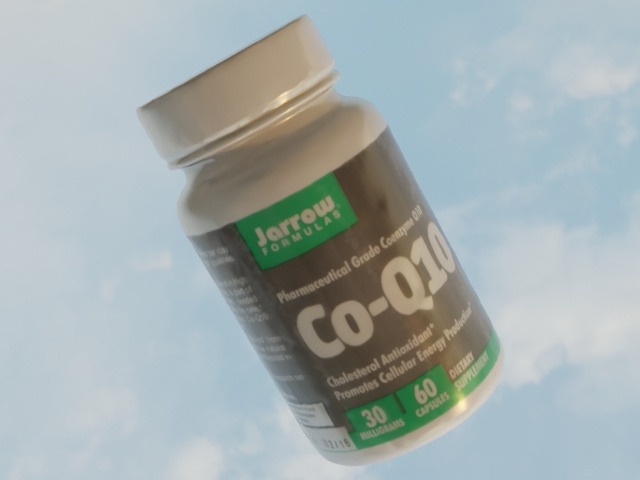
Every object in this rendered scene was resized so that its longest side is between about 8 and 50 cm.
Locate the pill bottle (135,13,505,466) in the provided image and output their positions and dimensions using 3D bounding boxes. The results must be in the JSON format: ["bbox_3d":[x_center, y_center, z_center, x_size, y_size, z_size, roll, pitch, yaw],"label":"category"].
[{"bbox_3d":[0.000,0.000,0.865,0.204,0.361,0.204,-28,-167,7],"label":"pill bottle"}]
